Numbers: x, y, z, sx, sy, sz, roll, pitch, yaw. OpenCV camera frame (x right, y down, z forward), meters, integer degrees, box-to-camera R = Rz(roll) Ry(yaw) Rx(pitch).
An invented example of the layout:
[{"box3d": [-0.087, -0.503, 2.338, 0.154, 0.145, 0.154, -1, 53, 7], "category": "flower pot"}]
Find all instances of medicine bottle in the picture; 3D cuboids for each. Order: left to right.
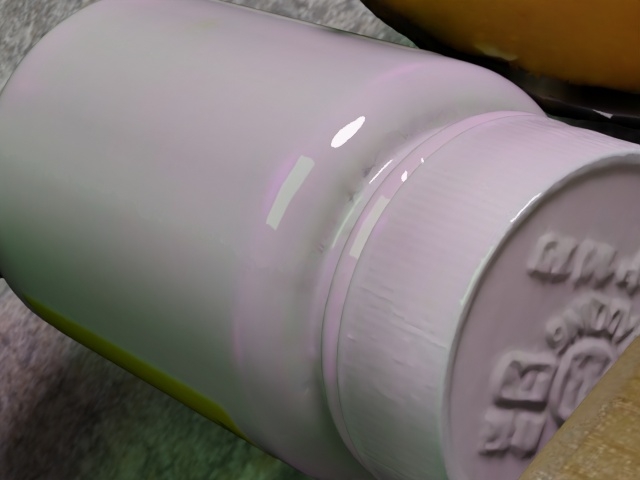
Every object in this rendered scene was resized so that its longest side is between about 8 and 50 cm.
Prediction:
[{"box3d": [0.000, 0.000, 0.822, 0.379, 0.213, 0.213, 22, 76, 48], "category": "medicine bottle"}]

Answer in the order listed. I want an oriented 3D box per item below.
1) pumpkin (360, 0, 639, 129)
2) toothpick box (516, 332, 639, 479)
[{"box3d": [0.169, -0.200, 0.797, 0.303, 0.256, 0.225, 9, 58, 15], "category": "pumpkin"}, {"box3d": [0.232, 0.129, 0.534, 0.190, 0.187, 0.308, -47, 33, -20], "category": "toothpick box"}]
